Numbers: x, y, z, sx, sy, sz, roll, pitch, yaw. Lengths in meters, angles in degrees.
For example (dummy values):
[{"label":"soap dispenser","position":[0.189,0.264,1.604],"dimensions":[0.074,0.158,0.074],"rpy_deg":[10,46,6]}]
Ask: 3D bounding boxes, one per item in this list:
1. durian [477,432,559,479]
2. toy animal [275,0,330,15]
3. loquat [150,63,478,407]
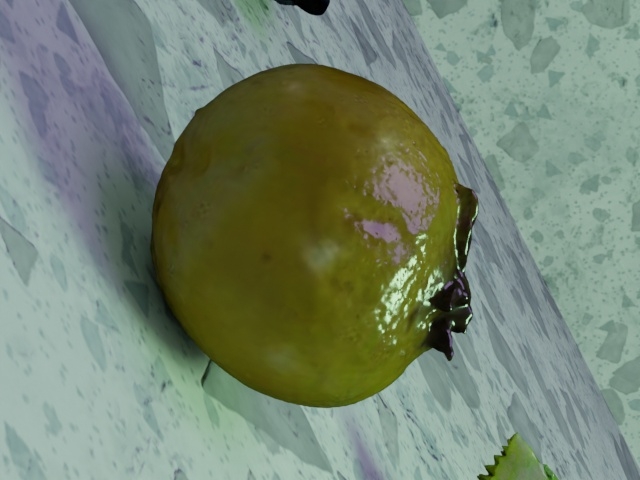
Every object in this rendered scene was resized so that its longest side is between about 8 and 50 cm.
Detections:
[{"label":"durian","position":[0.212,0.354,1.422],"dimensions":[0.355,0.169,0.157],"rpy_deg":[51,19,-20]},{"label":"toy animal","position":[-0.044,-0.354,1.837],"dimensions":[0.185,0.122,0.298],"rpy_deg":[51,9,-13]},{"label":"loquat","position":[0.000,0.000,1.124],"dimensions":[0.244,0.244,0.244],"rpy_deg":[58,15,-25]}]
